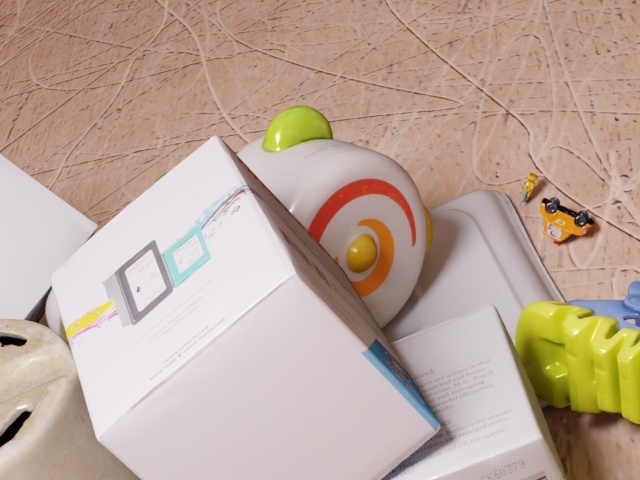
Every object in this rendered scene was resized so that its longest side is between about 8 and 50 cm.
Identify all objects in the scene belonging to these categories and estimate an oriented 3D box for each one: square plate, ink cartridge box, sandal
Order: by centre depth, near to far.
[{"bbox_3d":[-0.070,0.087,1.514,0.197,0.198,0.270,-40,29,5],"label":"ink cartridge box"},{"bbox_3d":[0.313,0.109,1.559,0.138,0.126,0.317,-22,34,-32],"label":"sandal"},{"bbox_3d":[0.061,0.091,1.802,0.347,0.049,0.344,-24,33,2],"label":"square plate"}]

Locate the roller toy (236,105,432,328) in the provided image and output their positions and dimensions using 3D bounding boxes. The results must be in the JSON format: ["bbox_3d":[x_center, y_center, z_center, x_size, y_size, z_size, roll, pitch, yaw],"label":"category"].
[{"bbox_3d":[0.000,0.000,1.752,0.146,0.209,0.191,20,70,46],"label":"roller toy"}]

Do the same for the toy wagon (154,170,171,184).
[{"bbox_3d":[-0.144,-0.004,2.017,0.344,0.068,0.267,-20,23,9],"label":"toy wagon"}]

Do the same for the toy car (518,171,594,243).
[{"bbox_3d":[0.236,-0.027,1.881,0.122,0.060,0.040,-104,36,-72],"label":"toy car"}]

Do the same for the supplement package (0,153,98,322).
[{"bbox_3d":[-0.391,0.052,1.903,0.198,0.199,0.262,-56,3,-37],"label":"supplement package"}]

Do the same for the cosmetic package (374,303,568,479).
[{"bbox_3d":[0.117,0.182,1.549,0.151,0.151,0.183,-22,33,6],"label":"cosmetic package"}]

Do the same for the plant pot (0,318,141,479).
[{"bbox_3d":[-0.245,0.245,1.557,0.334,0.305,0.334,-17,34,12],"label":"plant pot"}]

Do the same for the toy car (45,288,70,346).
[{"bbox_3d":[-0.183,0.109,1.836,0.159,0.182,0.136,28,34,24],"label":"toy car"}]
